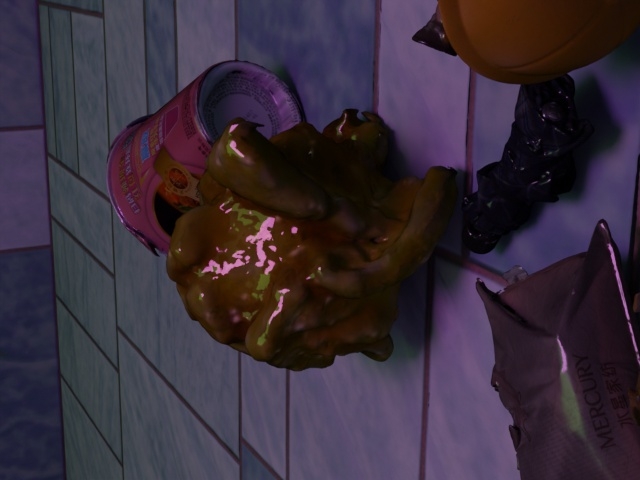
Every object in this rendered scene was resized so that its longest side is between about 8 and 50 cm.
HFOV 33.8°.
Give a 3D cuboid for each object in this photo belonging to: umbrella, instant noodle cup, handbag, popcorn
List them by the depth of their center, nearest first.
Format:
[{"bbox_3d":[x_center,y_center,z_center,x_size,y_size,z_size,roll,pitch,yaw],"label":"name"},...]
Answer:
[{"bbox_3d":[0.213,0.136,0.877,0.182,0.117,0.270,-29,69,48],"label":"handbag"},{"bbox_3d":[0.183,-0.055,0.948,0.224,0.071,0.080,111,154,-56],"label":"umbrella"},{"bbox_3d":[-0.002,0.006,1.135,0.321,0.326,0.290,-23,-75,-71],"label":"popcorn"},{"bbox_3d":[-0.152,-0.123,1.464,0.255,0.244,0.244,-35,64,54],"label":"instant noodle cup"}]

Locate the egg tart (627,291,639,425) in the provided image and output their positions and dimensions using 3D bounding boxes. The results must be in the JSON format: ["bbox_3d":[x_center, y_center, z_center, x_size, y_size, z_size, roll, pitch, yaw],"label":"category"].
[{"bbox_3d":[0.298,0.097,0.595,0.297,0.132,0.297,28,138,28],"label":"egg tart"}]

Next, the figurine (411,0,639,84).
[{"bbox_3d":[0.169,-0.213,0.832,0.192,0.167,0.257,-60,6,5],"label":"figurine"}]
